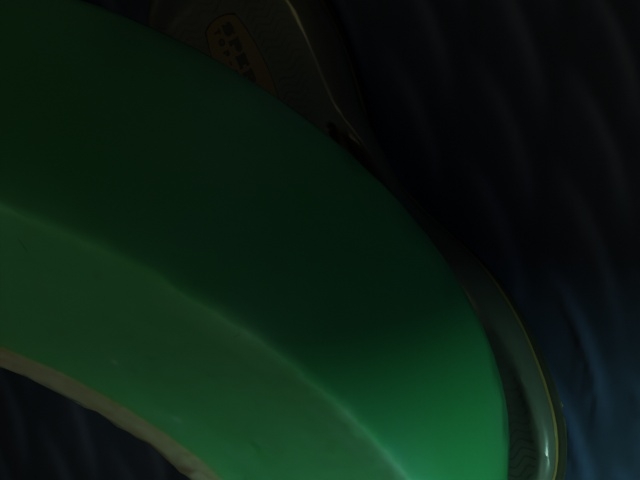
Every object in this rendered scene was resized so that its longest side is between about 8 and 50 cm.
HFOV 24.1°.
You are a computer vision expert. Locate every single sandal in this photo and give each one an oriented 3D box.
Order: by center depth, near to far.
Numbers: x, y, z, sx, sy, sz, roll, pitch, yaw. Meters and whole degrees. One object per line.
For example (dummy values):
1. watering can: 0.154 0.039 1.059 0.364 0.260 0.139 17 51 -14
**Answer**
1. sandal: 0.000 0.000 0.480 0.090 0.060 0.219 -26 85 25

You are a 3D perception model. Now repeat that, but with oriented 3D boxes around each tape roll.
1. tape roll: -0.108 0.075 0.432 0.321 0.077 0.321 6 133 7
